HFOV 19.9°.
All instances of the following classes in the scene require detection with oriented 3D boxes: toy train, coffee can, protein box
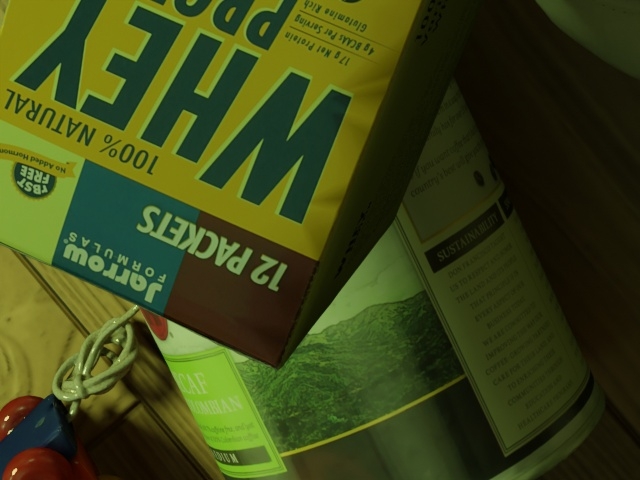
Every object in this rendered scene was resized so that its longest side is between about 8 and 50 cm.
[{"bbox_3d":[-0.139,0.160,1.132,0.248,0.105,0.143,-45,111,3],"label":"toy train"},{"bbox_3d":[0.000,0.000,0.936,0.202,0.201,0.275,-21,99,30],"label":"coffee can"},{"bbox_3d":[-0.018,-0.092,0.697,0.136,0.201,0.199,24,110,6],"label":"protein box"}]

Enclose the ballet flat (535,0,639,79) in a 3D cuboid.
[{"bbox_3d":[0.105,-0.221,0.793,0.139,0.139,0.400,-18,113,29],"label":"ballet flat"}]
